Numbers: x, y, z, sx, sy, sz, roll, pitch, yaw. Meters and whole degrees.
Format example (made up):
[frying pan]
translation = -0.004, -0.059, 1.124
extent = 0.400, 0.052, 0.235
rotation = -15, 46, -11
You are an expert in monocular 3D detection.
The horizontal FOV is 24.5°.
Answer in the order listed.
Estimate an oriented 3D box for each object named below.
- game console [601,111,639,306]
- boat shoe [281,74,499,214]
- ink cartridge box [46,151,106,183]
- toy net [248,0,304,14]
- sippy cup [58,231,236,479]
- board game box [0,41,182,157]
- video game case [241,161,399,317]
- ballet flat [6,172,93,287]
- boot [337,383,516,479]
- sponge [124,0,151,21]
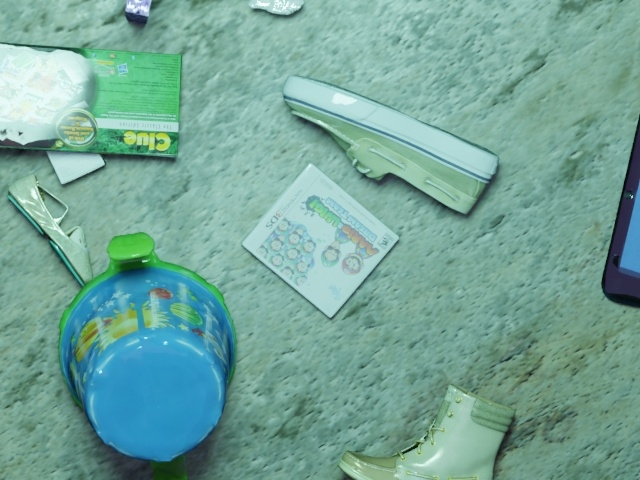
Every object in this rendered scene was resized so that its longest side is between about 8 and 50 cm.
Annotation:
[game console]
translation = 0.533, -0.029, 1.911
extent = 0.173, 0.250, 0.293
rotation = 7, 98, -31
[boat shoe]
translation = 0.084, -0.123, 1.902
extent = 0.302, 0.109, 0.094
rotation = 22, 97, -8
[ink cartridge box]
translation = -0.331, -0.137, 1.914
extent = 0.063, 0.029, 0.115
rotation = -25, 96, 0
[toy net]
translation = -0.103, -0.388, 1.891
extent = 0.232, 0.045, 0.122
rotation = 42, 91, -9
[sippy cup]
translation = -0.211, 0.162, 1.843
extent = 0.240, 0.224, 0.305
rotation = -44, 106, 2
[board game box]
translation = -0.309, -0.179, 1.883
extent = 0.260, 0.030, 0.136
rotation = 3, 88, -13
[video game case]
translation = 0.000, 0.000, 1.954
extent = 0.157, 0.019, 0.143
rotation = 40, 94, -7
[ballet flat]
translation = -0.339, -0.016, 1.917
extent = 0.052, 0.057, 0.168
rotation = -40, 98, -8
[boot]
translation = 0.142, 0.267, 1.967
extent = 0.213, 0.077, 0.165
rotation = 16, 96, -10
[sponge]
translation = -0.215, -0.329, 1.807
extent = 0.031, 0.210, 0.117
rotation = 11, 95, -8
